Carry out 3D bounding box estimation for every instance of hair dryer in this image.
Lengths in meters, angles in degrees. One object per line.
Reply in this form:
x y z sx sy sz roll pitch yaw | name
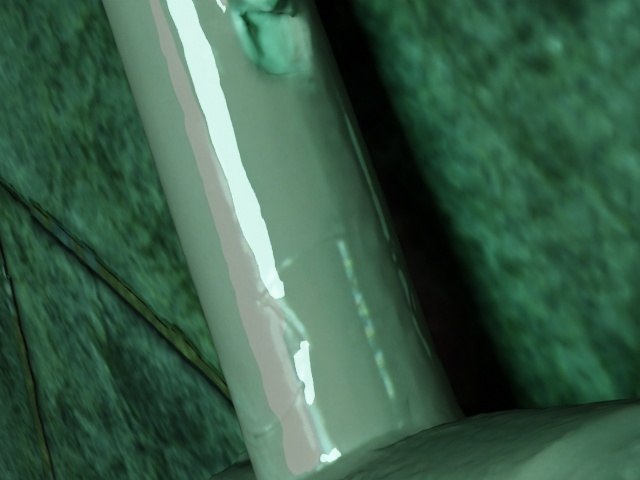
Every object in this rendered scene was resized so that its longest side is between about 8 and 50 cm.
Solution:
0.000 0.000 0.405 0.210 0.125 0.352 -21 89 62 | hair dryer
